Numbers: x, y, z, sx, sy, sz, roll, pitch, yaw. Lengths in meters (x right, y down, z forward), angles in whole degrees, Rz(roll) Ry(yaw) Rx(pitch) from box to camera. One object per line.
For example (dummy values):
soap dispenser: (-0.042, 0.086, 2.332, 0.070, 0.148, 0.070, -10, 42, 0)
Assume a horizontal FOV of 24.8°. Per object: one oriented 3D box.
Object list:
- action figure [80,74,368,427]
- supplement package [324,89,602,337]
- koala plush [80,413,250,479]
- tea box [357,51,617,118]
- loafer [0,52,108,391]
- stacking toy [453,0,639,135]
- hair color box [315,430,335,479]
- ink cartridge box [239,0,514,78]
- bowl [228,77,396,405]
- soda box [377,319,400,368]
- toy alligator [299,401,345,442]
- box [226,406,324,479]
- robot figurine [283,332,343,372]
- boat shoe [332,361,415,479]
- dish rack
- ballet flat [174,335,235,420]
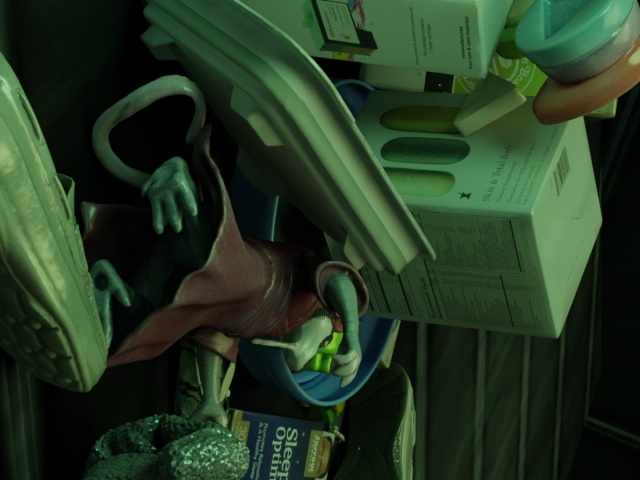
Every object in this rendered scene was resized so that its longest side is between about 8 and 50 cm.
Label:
action figure: (-0.094, 0.039, 1.409, 0.370, 0.248, 0.276, 15, 57, -57)
supplement package: (0.164, -0.036, 1.689, 0.199, 0.262, 0.198, -61, 145, -39)
koala plush: (-0.192, 0.275, 1.302, 0.221, 0.203, 0.196, -29, 118, -40)
tea box: (0.224, -0.332, 1.858, 0.220, 0.323, 0.329, -98, -166, -88)
loafer: (-0.228, -0.007, 1.138, 0.111, 0.112, 0.319, -55, 147, -35)
stacking toy: (0.251, -0.269, 1.577, 0.130, 0.279, 0.309, 47, 50, -25)
hair color box: (-0.028, 0.273, 1.871, 0.141, 0.043, 0.072, 32, 68, -68)
ink cartridge box: (0.068, -0.299, 1.586, 0.117, 0.278, 0.201, 78, 28, -49)
bowl: (0.000, 0.000, 1.749, 0.391, 0.077, 0.391, -21, 114, -61)
soda box: (0.082, 0.066, 2.053, 0.074, 0.069, 0.216, 54, 48, -61)
toy alligator: (0.007, 0.202, 1.916, 0.190, 0.056, 0.051, 66, 38, -53)
box: (-0.058, 0.275, 1.730, 0.225, 0.036, 0.137, 18, 80, -56)
robot figurine: (-0.004, 0.086, 1.593, 0.101, 0.067, 0.115, 15, 80, -51)
boat shoe: (0.081, 0.337, 2.089, 0.103, 0.118, 0.321, 47, 47, -59)
dish rack: (-0.042, -0.104, 1.381, 0.072, 0.285, 0.333, -45, 137, -7)
ballet flat: (-0.118, 0.103, 1.538, 0.070, 0.070, 0.188, -39, 133, -62)
